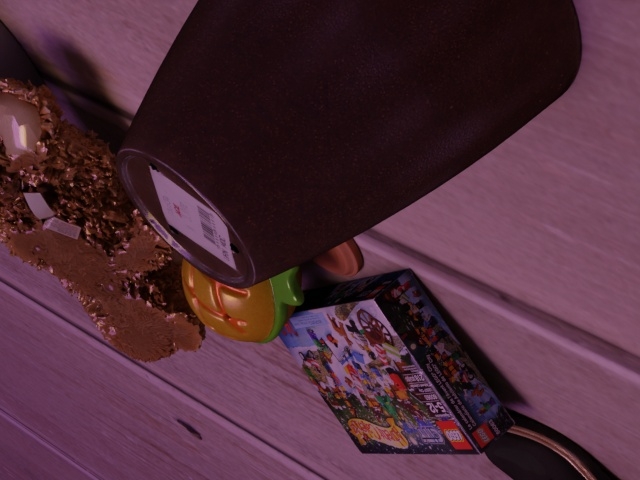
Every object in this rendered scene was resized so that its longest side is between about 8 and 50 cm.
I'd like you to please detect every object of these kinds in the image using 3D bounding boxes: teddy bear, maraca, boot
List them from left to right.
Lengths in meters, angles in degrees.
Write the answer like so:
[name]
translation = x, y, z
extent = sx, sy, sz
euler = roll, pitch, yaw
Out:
[teddy bear]
translation = -0.225, -0.031, 1.678
extent = 0.338, 0.113, 0.245
euler = 38, 137, -19
[maraca]
translation = -0.062, 0.024, 1.534
extent = 0.127, 0.099, 0.186
euler = 61, 154, 5
[boot]
translation = 0.183, 0.241, 1.447
extent = 0.198, 0.137, 0.077
euler = 33, 157, 29

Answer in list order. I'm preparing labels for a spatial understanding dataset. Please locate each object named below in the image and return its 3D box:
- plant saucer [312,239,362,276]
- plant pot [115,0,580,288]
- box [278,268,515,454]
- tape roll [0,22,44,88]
[plant saucer]
translation = 0.000, 0.000, 1.495
extent = 0.083, 0.013, 0.083
euler = 36, 157, 18
[plant pot]
translation = -0.002, -0.087, 1.038
extent = 0.215, 0.230, 0.215
euler = 36, 157, 18
[box]
translation = 0.055, 0.110, 1.535
extent = 0.159, 0.044, 0.233
euler = 56, 157, -8
[tape roll]
translation = -0.368, -0.173, 1.751
extent = 0.219, 0.072, 0.219
euler = 36, 158, 17
